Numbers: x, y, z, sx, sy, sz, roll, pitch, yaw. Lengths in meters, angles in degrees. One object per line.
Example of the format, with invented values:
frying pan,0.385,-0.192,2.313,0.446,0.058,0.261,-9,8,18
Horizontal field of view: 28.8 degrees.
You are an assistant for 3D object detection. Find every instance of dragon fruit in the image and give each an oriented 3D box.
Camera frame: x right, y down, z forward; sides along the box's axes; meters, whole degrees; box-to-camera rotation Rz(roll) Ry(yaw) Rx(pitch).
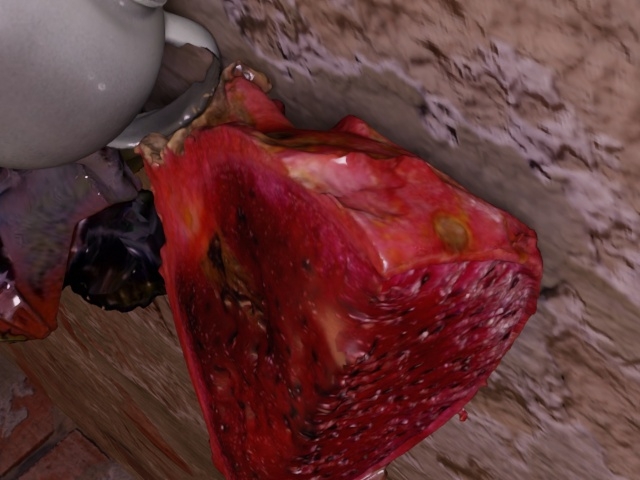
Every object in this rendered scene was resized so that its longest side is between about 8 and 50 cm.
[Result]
dragon fruit,0.000,0.000,0.623,0.211,0.134,0.262,54,148,19

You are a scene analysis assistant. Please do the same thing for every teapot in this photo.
teapot,-0.151,-0.133,0.614,0.294,0.129,0.193,41,-153,-51

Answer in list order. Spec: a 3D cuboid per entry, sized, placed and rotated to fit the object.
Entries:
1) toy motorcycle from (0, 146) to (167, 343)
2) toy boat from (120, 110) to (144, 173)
toy motorcycle,-0.251,-0.080,0.731,0.134,0.207,0.401,23,149,58
toy boat,-0.164,-0.074,0.901,0.066,0.065,0.172,65,157,1
